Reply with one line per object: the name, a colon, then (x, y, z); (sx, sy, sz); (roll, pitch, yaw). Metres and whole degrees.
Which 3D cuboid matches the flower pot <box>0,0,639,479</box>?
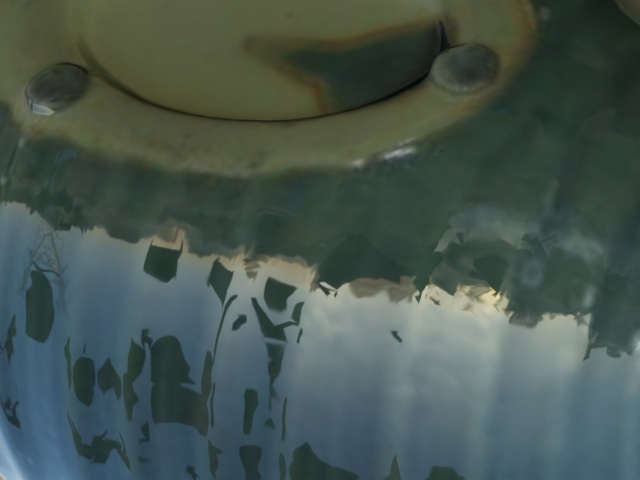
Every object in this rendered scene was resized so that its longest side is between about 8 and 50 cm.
flower pot: (0.000, 0.000, 0.469); (0.243, 0.189, 0.157); (14, 143, 27)
